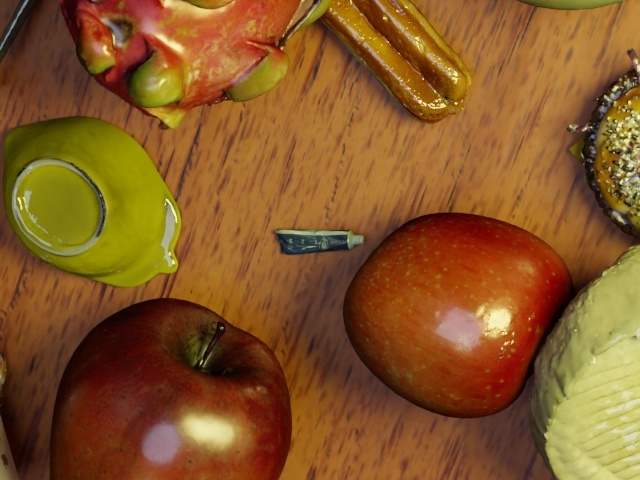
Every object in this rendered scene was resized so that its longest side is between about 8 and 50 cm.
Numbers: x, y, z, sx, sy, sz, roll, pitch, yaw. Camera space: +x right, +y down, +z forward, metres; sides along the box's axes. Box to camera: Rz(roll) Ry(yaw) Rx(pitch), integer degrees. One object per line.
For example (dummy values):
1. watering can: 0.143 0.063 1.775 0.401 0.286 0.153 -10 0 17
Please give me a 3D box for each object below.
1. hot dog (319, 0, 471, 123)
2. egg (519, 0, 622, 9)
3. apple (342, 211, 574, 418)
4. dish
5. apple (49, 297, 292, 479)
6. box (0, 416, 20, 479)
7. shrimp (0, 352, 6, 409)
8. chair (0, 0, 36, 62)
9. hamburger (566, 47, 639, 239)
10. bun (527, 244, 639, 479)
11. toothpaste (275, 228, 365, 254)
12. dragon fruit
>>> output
1. hot dog: 0.066 -0.172 1.444 0.071 0.045 0.165 -44 87 15
2. egg: 0.234 -0.304 1.291 0.295 0.218 0.218 -23 93 9
3. apple: 0.120 0.059 1.402 0.168 0.181 0.181 36 106 20
4. dish: -0.224 -0.032 1.523 0.207 0.080 0.149 36 106 7
5. apple: -0.135 0.165 1.464 0.234 0.234 0.234 2 100 14
6. box: -0.395 0.127 1.504 0.106 0.203 0.252 -19 83 16
7. shrimp: -0.324 0.145 1.603 0.038 0.029 0.092 8 97 13
8. chair: -0.331 -0.272 1.463 0.188 0.166 0.272 29 105 8
9. hamburger: 0.303 -0.065 1.377 0.189 0.093 0.164 38 105 4
10. bun: 0.295 0.100 1.355 0.259 0.152 0.259 0 129 -1
11. toothpaste: 0.000 0.000 1.503 0.083 0.019 0.027 -2 116 18
12. dragon fruit: -0.112 -0.251 1.377 0.243 0.227 0.307 -12 90 -12
